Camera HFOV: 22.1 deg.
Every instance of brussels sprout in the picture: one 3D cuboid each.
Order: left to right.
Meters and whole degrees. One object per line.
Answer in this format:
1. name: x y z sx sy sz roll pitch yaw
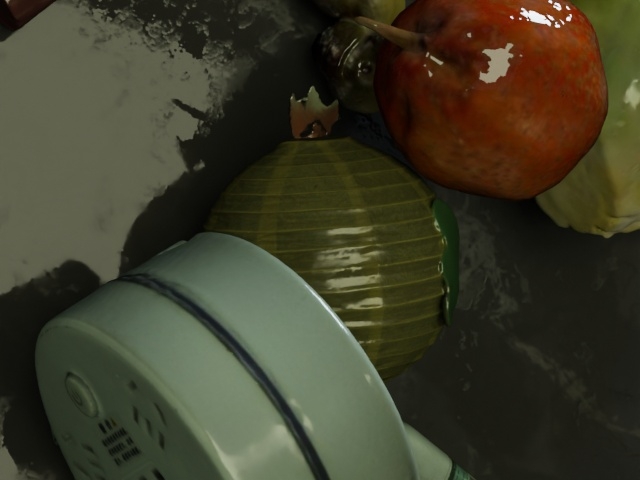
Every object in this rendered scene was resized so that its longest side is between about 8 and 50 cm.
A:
1. brussels sprout: 0.354 -0.157 1.662 0.344 0.268 0.344 -1 92 -30

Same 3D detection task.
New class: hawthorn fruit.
1. hawthorn fruit: 0.133 -0.144 1.474 0.262 0.210 0.210 13 81 -47

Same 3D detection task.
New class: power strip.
1. power strip: -0.076 0.182 1.366 0.161 0.357 0.357 -32 99 -29

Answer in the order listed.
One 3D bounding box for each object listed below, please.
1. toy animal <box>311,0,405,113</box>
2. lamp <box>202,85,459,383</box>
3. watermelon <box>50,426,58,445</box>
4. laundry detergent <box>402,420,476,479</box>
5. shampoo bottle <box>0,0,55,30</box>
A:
1. toy animal: 0.038 -0.248 1.619 0.168 0.121 0.233 -38 99 -10
2. lamp: 0.000 0.000 1.508 0.250 0.250 0.284 -11 99 -24
3. watermelon: -0.193 0.109 1.520 0.180 0.081 0.094 -42 120 -4
4. laundry detergent: 0.084 0.241 1.625 0.225 0.070 0.099 40 79 -17
5. shampoo bottle: -0.217 -0.291 1.535 0.236 0.067 0.068 -43 113 -20
